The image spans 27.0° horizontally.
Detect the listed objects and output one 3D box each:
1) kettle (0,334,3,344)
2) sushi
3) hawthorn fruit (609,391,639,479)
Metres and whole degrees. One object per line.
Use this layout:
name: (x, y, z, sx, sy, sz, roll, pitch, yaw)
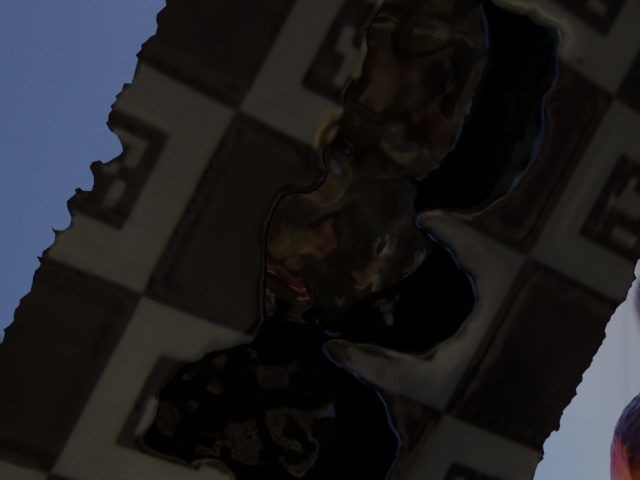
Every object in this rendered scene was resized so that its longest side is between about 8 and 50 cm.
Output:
kettle: (-0.357, 0.187, 1.115, 0.342, 0.247, 0.319, 56, -175, 2)
sushi: (0.000, 0.000, 0.631, 0.296, 0.373, 0.100, 21, -172, -32)
hawthorn fruit: (0.311, 0.180, 0.757, 0.254, 0.254, 0.300, 65, 177, -30)
